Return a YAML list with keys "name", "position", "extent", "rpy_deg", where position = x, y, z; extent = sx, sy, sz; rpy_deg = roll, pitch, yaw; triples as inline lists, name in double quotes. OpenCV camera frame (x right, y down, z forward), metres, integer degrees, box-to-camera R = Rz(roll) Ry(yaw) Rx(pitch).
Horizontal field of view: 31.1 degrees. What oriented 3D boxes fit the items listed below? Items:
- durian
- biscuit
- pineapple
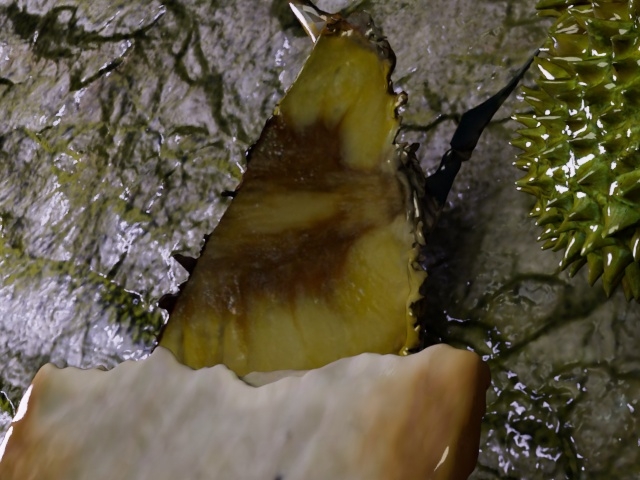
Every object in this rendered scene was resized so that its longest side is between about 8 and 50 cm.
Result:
- name: "durian"
  position: [0.194, -0.046, 0.547]
  extent: [0.200, 0.237, 0.176]
  rpy_deg: [12, 81, 34]
- name: "biscuit"
  position: [-0.067, 0.143, 0.565]
  extent: [0.309, 0.040, 0.204]
  rpy_deg: [-7, 51, 37]
- name: "pineapple"
  position: [0.005, 0.003, 0.733]
  extent: [0.158, 0.161, 0.334]
  rpy_deg: [22, 99, 3]
